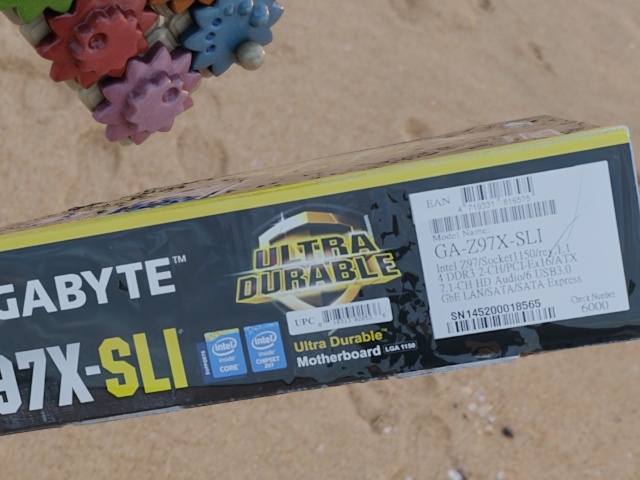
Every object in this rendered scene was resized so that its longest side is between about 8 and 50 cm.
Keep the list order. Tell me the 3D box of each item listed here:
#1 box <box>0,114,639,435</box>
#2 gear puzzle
[{"bbox_3d":[0.000,0.000,0.524,0.322,0.257,0.079,-41,120,-79],"label":"box"},{"bbox_3d":[-0.119,-0.179,0.680,0.175,0.339,0.044,-40,62,-3],"label":"gear puzzle"}]
